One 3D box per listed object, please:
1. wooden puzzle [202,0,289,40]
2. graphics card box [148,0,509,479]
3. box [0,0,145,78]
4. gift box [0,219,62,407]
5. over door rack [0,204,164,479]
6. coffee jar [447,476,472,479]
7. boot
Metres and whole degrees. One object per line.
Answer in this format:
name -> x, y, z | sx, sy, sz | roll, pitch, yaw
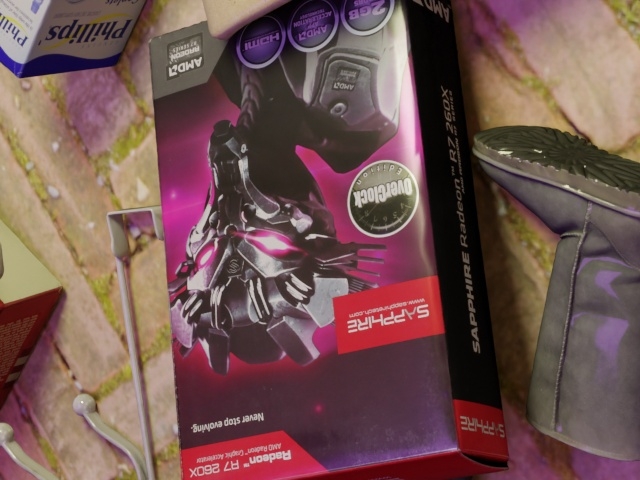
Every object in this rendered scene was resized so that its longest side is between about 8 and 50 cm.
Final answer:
wooden puzzle -> 0.024, -0.350, 1.203 | 0.348, 0.080, 0.322 | -26, 69, 32
graphics card box -> 0.000, 0.000, 1.237 | 0.233, 0.094, 0.371 | -13, 72, 29
box -> -0.211, -0.216, 1.417 | 0.072, 0.126, 0.137 | 42, 121, 22
gift box -> -0.447, 0.073, 1.571 | 0.258, 0.255, 0.276 | 45, 118, 19
over door rack -> -0.241, 0.134, 1.436 | 0.108, 0.239, 0.324 | 10, 105, 30
coffee jar -> 0.043, 0.144, 1.320 | 0.184, 0.079, 0.096 | 34, 110, 29
boot -> 0.175, 0.035, 1.212 | 0.189, 0.076, 0.208 | 31, 129, 45
